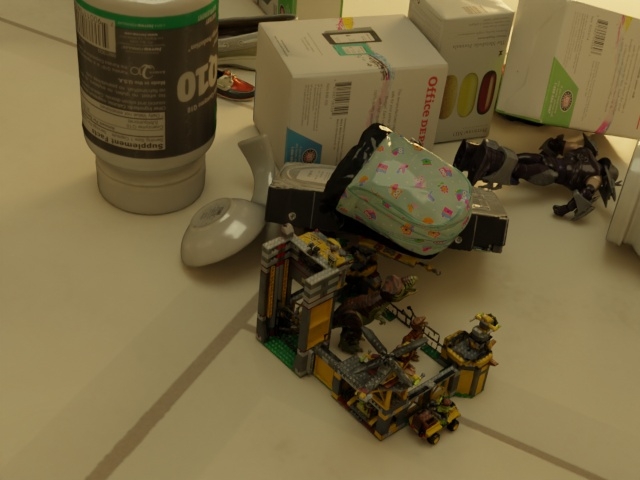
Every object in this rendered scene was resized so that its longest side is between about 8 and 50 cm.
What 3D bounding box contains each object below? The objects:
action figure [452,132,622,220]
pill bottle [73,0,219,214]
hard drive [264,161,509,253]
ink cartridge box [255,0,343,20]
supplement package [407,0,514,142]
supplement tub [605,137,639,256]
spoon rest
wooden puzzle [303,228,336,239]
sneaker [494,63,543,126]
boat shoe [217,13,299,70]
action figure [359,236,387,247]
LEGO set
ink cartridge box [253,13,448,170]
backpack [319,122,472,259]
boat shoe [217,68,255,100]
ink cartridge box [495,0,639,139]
[{"bbox_3d":[0.371,-0.116,1.665,0.285,0.099,0.185,5,30,-14],"label":"action figure"},{"bbox_3d":[-0.256,-0.232,1.502,0.204,0.361,0.204,4,38,-3],"label":"pill bottle"},{"bbox_3d":[0.098,-0.055,1.497,0.339,0.064,0.237,9,13,3],"label":"hard drive"},{"bbox_3d":[-0.064,-0.575,2.091,0.121,0.211,0.289,-14,41,-22],"label":"ink cartridge box"},{"bbox_3d":[0.230,-0.311,1.767,0.139,0.244,0.134,-10,40,-18],"label":"supplement package"},{"bbox_3d":[0.589,-0.039,1.515,0.272,0.191,0.191,18,39,14],"label":"supplement tub"},{"bbox_3d":[-0.123,-0.050,1.511,0.137,0.084,0.276,-14,34,28],"label":"spoon rest"},{"bbox_3d":[0.000,0.000,1.530,0.049,0.006,0.083,1,38,-7],"label":"wooden puzzle"},{"bbox_3d":[0.433,-0.275,1.871,0.276,0.098,0.135,-10,40,-16],"label":"sneaker"},{"bbox_3d":[-0.200,-0.392,1.924,0.320,0.103,0.118,4,38,-3],"label":"boat shoe"},{"bbox_3d":[0.082,0.002,1.480,0.038,0.030,0.115,6,0,-6],"label":"action figure"},{"bbox_3d":[0.071,0.081,1.286,0.255,0.192,0.331,-18,44,-29],"label":"LEGO set"},{"bbox_3d":[0.044,-0.247,1.697,0.270,0.198,0.197,-7,39,-18],"label":"ink cartridge box"},{"bbox_3d":[0.108,-0.059,1.320,0.182,0.115,0.152,34,71,8],"label":"backpack"},{"bbox_3d":[-0.180,-0.294,1.851,0.137,0.043,0.049,19,38,14],"label":"boat shoe"},{"bbox_3d":[0.487,-0.292,1.755,0.353,0.207,0.119,4,12,-35],"label":"ink cartridge box"}]
